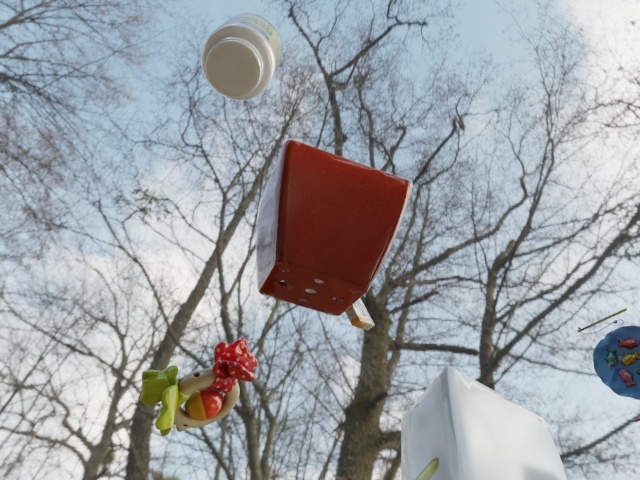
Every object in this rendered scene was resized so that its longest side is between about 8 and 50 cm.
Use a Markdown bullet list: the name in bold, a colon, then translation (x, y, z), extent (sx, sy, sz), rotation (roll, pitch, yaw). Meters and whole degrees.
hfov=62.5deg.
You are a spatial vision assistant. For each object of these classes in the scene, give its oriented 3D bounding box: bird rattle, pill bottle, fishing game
- **bird rattle**: translation (-0.256, 0.325, 1.158), extent (0.254, 0.143, 0.206), rotation (-22, -45, -24)
- **pill bottle**: translation (-0.129, -0.305, 0.874), extent (0.118, 0.215, 0.117), rotation (0, -61, 0)
- **fishing game**: translation (0.783, 0.301, 1.311), extent (0.189, 0.263, 0.041), rotation (-25, -30, 13)

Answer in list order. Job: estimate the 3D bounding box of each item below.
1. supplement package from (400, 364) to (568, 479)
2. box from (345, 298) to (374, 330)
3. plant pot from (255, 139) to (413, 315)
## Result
- **supplement package**: translation (0.241, 0.354, 0.777), extent (0.204, 0.262, 0.145), rotation (30, -67, -5)
- **box**: translation (0.073, 0.146, 1.253), extent (0.028, 0.136, 0.081), rotation (-36, -30, 17)
- **plant pot**: translation (0.000, 0.000, 1.067), extent (0.268, 0.235, 0.267), rotation (18, -29, -10)
